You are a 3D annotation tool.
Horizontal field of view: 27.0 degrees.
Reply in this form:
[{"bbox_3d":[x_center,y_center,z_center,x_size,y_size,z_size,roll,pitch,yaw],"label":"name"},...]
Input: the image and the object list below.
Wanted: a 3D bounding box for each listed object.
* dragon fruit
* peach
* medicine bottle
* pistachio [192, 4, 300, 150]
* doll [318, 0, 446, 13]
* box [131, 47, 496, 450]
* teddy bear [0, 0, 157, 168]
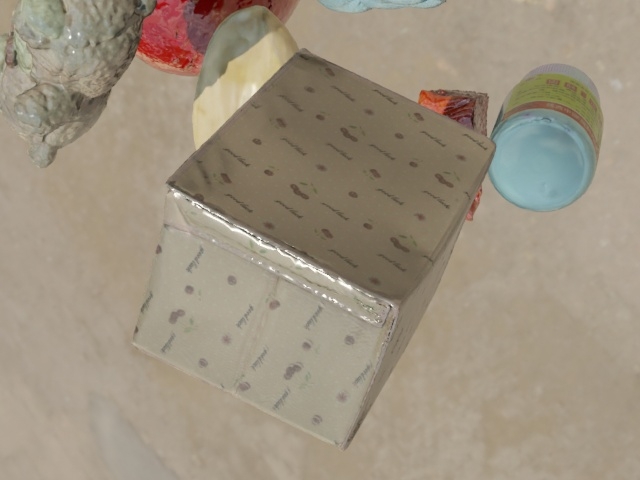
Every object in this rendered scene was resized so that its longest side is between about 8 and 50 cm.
[{"bbox_3d":[0.184,-0.121,1.870,0.092,0.122,0.192,2,113,17],"label":"dragon fruit"},{"bbox_3d":[-0.177,-0.413,1.946,0.370,0.370,0.370,38,147,31],"label":"peach"},{"bbox_3d":[0.295,-0.139,1.727,0.139,0.225,0.139,6,116,13],"label":"medicine bottle"},{"bbox_3d":[-0.087,-0.183,1.697,0.157,0.157,0.229,14,106,52],"label":"pistachio"},{"bbox_3d":[0.060,-0.290,1.458,0.180,0.120,0.075,7,92,48],"label":"doll"},{"bbox_3d":[0.000,0.000,1.225,0.225,0.297,0.190,26,128,8],"label":"box"},{"bbox_3d":[-0.280,-0.211,1.436,0.151,0.236,0.267,18,151,-23],"label":"teddy bear"}]
